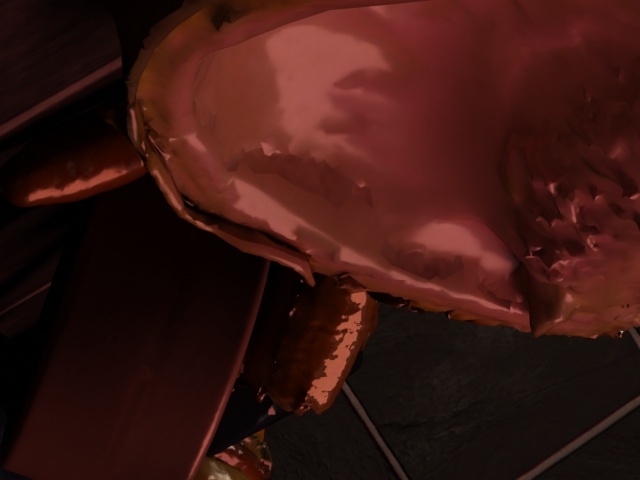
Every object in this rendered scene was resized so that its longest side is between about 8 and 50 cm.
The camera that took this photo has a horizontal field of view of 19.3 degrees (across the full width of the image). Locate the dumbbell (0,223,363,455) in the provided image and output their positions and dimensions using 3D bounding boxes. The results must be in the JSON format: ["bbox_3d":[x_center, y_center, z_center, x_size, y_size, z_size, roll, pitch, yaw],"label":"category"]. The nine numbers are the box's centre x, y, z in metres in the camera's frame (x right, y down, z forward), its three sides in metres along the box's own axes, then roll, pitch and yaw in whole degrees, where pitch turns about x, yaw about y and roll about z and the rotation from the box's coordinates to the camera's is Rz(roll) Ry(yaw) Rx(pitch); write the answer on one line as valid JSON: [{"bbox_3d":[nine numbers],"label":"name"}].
[{"bbox_3d":[-0.126,0.080,1.036,0.325,0.160,0.144,-36,-156,41],"label":"dumbbell"}]

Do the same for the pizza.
[{"bbox_3d":[0.000,0.000,0.847,0.226,0.069,0.147,-167,-88,-78],"label":"pizza"}]

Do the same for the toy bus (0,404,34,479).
[{"bbox_3d":[-0.207,0.101,0.837,0.133,0.116,0.234,-30,178,-4],"label":"toy bus"}]

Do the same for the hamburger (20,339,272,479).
[{"bbox_3d":[-0.157,0.149,1.409,0.246,0.170,0.246,4,155,2],"label":"hamburger"}]

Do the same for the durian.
[{"bbox_3d":[0.035,-0.059,0.535,0.195,0.185,0.305,-12,167,-16],"label":"durian"}]

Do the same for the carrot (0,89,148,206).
[{"bbox_3d":[-0.022,-0.067,0.743,0.248,0.043,0.043,-29,176,-31],"label":"carrot"}]

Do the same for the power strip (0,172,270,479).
[{"bbox_3d":[-0.077,0.039,0.792,0.154,0.078,0.154,-162,-90,-80],"label":"power strip"}]
